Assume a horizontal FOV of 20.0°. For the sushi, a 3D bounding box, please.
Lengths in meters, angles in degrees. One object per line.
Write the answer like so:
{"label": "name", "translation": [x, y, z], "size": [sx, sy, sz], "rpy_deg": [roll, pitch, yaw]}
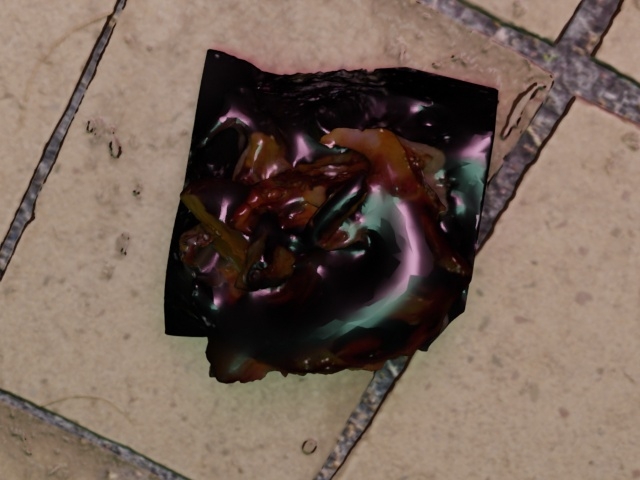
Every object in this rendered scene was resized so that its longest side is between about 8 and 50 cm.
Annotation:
{"label": "sushi", "translation": [0.001, 0.000, 1.348], "size": [0.227, 0.212, 0.215], "rpy_deg": [9, 117, 4]}
